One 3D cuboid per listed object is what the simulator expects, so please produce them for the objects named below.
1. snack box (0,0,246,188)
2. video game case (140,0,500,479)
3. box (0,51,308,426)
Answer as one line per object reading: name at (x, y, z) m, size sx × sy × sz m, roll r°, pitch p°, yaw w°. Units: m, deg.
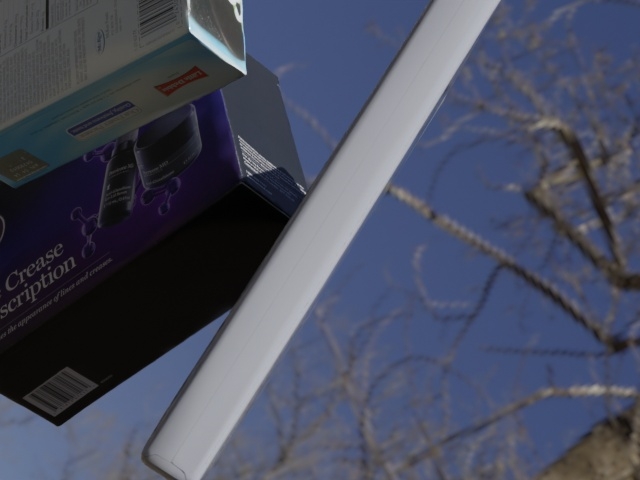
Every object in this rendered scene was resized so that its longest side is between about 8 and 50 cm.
snack box at (-0.144, -0.210, 1.071) m, size 0.060 × 0.187 × 0.322 m, roll 34°, pitch 43°, yaw -47°
video game case at (0.000, 0.000, 0.997) m, size 0.036 × 0.329 × 0.300 m, roll 32°, pitch -8°, yaw 2°
box at (-0.142, -0.014, 1.242) m, size 0.103 × 0.261 × 0.184 m, roll 39°, pitch 25°, yaw -40°
